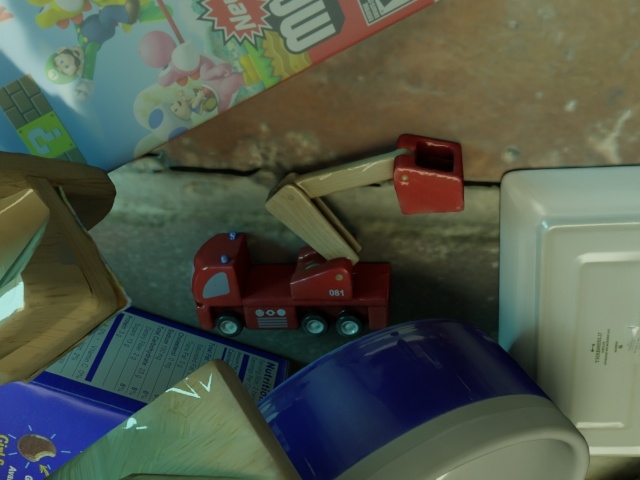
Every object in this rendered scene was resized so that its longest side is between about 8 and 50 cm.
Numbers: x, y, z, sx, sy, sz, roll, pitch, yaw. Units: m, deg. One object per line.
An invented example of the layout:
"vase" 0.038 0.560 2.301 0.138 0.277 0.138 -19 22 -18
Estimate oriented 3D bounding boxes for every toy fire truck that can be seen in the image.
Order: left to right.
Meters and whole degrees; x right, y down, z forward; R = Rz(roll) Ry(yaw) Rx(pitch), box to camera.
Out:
"toy fire truck" 0.000 0.000 0.576 0.192 0.047 0.135 0 124 9

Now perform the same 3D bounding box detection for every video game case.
"video game case" -0.096 -0.152 0.430 0.285 0.025 0.204 -28 120 -2

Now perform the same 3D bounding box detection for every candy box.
"candy box" -0.212 0.172 0.679 0.317 0.122 0.268 20 123 -5

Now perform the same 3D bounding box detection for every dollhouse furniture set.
"dollhouse furniture set" -0.162 0.214 0.472 0.394 0.256 0.362 -36 80 14

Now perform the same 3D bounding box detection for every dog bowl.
"dog bowl" 0.046 0.182 0.583 0.265 0.104 0.265 -21 139 -20

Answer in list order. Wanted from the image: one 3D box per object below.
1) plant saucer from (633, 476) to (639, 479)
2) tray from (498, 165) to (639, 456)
"plant saucer" 0.300 0.255 0.716 0.188 0.045 0.188 38 121 -19
"tray" 0.202 0.070 0.610 0.145 0.030 0.270 -2 124 8
